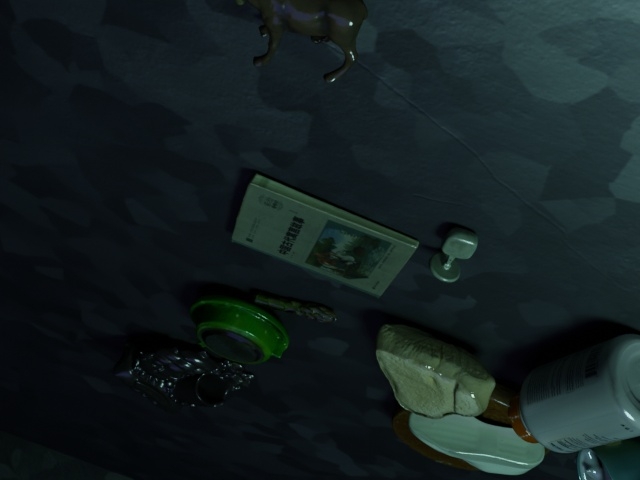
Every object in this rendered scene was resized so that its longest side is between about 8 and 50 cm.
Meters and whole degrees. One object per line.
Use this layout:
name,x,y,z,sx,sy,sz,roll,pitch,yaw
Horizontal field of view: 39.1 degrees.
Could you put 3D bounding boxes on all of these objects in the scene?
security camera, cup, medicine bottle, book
security camera,0.206,0.016,1.368,0.058,0.058,0.092,24,136,-6
cup,0.585,0.431,1.650,0.173,0.168,0.299,-16,-171,-9
medicine bottle,0.440,0.266,1.505,0.157,0.157,0.288,30,148,-15
book,0.000,0.000,1.475,0.282,0.025,0.215,21,150,-4

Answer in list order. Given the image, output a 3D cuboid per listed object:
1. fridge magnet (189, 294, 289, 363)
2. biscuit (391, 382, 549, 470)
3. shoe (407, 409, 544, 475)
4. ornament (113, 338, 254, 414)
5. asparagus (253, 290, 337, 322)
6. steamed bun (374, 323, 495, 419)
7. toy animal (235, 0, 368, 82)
fridge magnet,-0.162,0.176,1.776,0.208,0.088,0.208,15,148,9
biscuit,0.292,0.366,1.837,0.314,0.063,0.367,35,145,-16
shoe,0.293,0.399,1.747,0.264,0.095,0.110,15,146,7
ornament,-0.303,0.301,2.055,0.260,0.106,0.251,-16,136,37
asparagus,-0.045,0.126,1.689,0.165,0.030,0.036,12,137,14
steamed bun,0.221,0.241,1.636,0.212,0.110,0.231,17,149,30
toy animal,-0.050,-0.283,1.020,0.214,0.094,0.186,11,153,1
